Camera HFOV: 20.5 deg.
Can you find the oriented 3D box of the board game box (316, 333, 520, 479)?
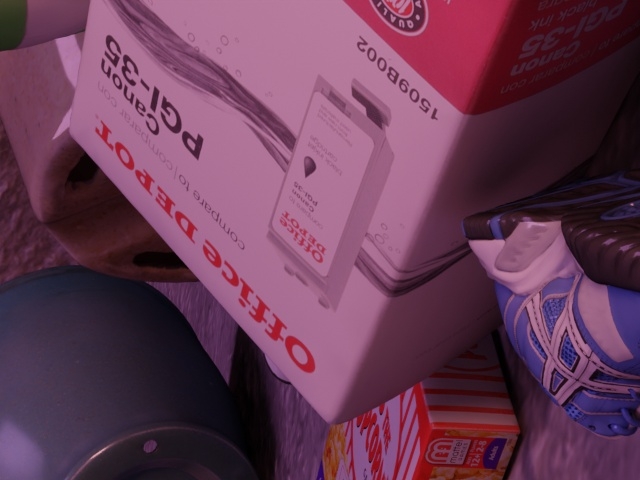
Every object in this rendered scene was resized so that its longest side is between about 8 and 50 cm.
[{"bbox_3d":[0.044,0.111,0.896,0.147,0.045,0.193,-101,19,-50],"label":"board game box"}]

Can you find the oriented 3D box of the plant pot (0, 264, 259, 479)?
[{"bbox_3d":[-0.175,0.189,1.444,0.255,0.272,0.271,-143,57,-59],"label":"plant pot"}]

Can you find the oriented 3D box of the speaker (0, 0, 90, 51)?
[{"bbox_3d":[-0.064,-0.193,0.865,0.131,0.296,0.131,42,147,36],"label":"speaker"}]

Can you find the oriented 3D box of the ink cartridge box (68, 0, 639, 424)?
[{"bbox_3d":[0.013,-0.086,0.727,0.207,0.117,0.283,47,146,21],"label":"ink cartridge box"}]

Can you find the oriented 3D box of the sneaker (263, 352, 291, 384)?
[{"bbox_3d":[0.000,0.000,1.132,0.077,0.072,0.178,-51,43,50],"label":"sneaker"}]

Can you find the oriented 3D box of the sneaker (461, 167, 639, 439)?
[{"bbox_3d":[0.113,0.020,0.571,0.211,0.080,0.081,-173,65,-79],"label":"sneaker"}]

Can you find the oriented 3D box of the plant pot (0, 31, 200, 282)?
[{"bbox_3d":[-0.087,-0.155,1.069,0.334,0.334,0.305,110,148,-53],"label":"plant pot"}]
